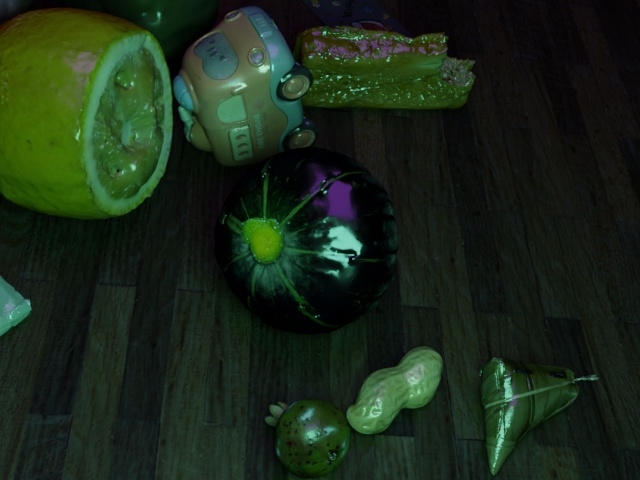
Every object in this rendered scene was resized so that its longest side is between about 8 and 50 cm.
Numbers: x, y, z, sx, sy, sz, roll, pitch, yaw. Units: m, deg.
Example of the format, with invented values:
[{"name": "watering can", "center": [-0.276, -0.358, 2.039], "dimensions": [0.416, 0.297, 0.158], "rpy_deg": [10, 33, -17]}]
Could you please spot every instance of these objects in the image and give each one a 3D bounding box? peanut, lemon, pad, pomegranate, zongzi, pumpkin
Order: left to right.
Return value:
[{"name": "lemon", "center": [-0.436, -0.213, 1.545], "dimensions": [0.364, 0.364, 0.364], "rpy_deg": [5, 47, -6]}, {"name": "pomegranate", "center": [-0.024, 0.269, 1.325], "dimensions": [0.114, 0.115, 0.142], "rpy_deg": [-26, 33, -30]}, {"name": "pumpkin", "center": [0.000, 0.000, 1.478], "dimensions": [0.295, 0.296, 0.296], "rpy_deg": [5, 47, -6]}, {"name": "pad", "center": [0.086, -0.498, 2.130], "dimensions": [0.170, 0.006, 0.245], "rpy_deg": [-21, 55, -27]}, {"name": "peanut", "center": [0.114, 0.225, 1.409], "dimensions": [0.187, 0.082, 0.082], "rpy_deg": [-26, 57, -30]}, {"name": "zongzi", "center": [0.330, 0.274, 1.425], "dimensions": [0.188, 0.081, 0.178], "rpy_deg": [10, 66, -20]}]

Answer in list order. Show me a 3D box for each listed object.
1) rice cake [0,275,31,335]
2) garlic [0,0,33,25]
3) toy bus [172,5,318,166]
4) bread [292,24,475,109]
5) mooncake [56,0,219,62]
[{"name": "rice cake", "center": [-0.560, 0.070, 1.448], "dimensions": [0.237, 0.043, 0.127], "rpy_deg": [36, 52, 23]}, {"name": "garlic", "center": [-0.700, -0.451, 1.863], "dimensions": [0.318, 0.112, 0.143], "rpy_deg": [-19, 31, -18]}, {"name": "toy bus", "center": [-0.145, -0.263, 1.687], "dimensions": [0.232, 0.288, 0.194], "rpy_deg": [-21, 56, -9]}, {"name": "bread", "center": [0.132, -0.350, 1.877], "dimensions": [0.380, 0.185, 0.109], "rpy_deg": [0, 54, -12]}, {"name": "mooncake", "center": [-0.375, -0.501, 1.805], "dimensions": [0.356, 0.356, 0.194], "rpy_deg": [34, 50, 20]}]
